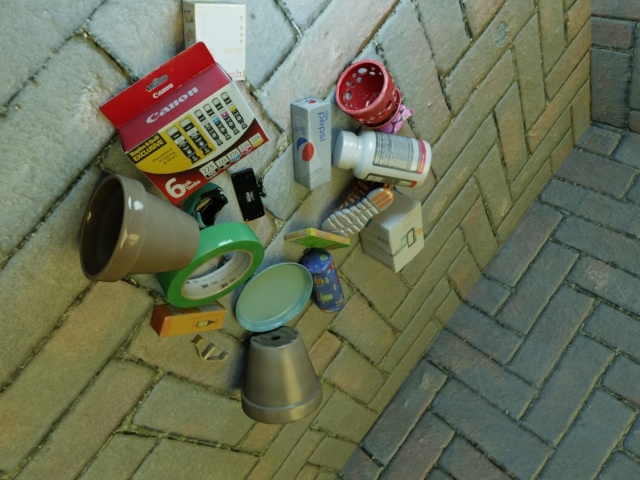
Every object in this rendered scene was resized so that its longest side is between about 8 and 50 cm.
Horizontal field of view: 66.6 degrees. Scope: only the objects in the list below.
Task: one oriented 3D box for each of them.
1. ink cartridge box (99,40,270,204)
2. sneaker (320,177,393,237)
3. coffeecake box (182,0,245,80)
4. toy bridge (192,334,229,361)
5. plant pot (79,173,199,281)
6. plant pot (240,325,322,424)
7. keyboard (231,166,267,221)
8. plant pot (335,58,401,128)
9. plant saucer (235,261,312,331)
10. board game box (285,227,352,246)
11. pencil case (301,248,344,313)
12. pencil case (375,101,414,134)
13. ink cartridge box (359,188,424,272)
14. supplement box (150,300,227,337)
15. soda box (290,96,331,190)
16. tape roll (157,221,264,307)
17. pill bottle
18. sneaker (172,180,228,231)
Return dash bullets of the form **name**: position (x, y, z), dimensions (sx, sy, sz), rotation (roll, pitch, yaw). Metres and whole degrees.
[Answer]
- **ink cartridge box**: position (-0.332, -0.287, 1.217), dimensions (0.309, 0.130, 0.272), rotation (-35, 139, -1)
- **sneaker**: position (0.137, -0.140, 1.886), dimensions (0.321, 0.180, 0.124), rotation (-30, 124, 19)
- **coffeecake box**: position (-0.269, -0.506, 1.244), dimensions (0.142, 0.068, 0.185), rotation (-19, 128, -36)
- **toy bridge**: position (-0.404, 0.401, 1.753), dimensions (0.063, 0.026, 0.188), rotation (-49, 141, -9)
- **plant pot**: position (-0.441, -0.011, 1.225), dimensions (0.229, 0.263, 0.263), rotation (16, 103, -44)
- **plant pot**: position (-0.161, 0.497, 1.887), dimensions (0.323, 0.323, 0.280), rotation (-18, 112, -39)
- **keyboard**: position (-0.223, -0.153, 1.575), dimensions (0.100, 0.038, 0.192), rotation (-17, 132, -9)
- **plant pot**: position (0.173, -0.481, 1.636), dimensions (0.174, 0.191, 0.191), rotation (19, 101, -55)
- **plant saucer**: position (-0.175, 0.204, 1.815), dimensions (0.318, 0.043, 0.317), rotation (-21, 134, -24)
- **board game box**: position (0.000, 0.000, 1.837), dimensions (0.259, 0.124, 0.039), rotation (18, 66, -49)
- **pencil case**: position (0.010, 0.166, 1.957), dimensions (0.133, 0.119, 0.306), rotation (-17, 135, 2)
- **pencil case**: position (0.266, -0.419, 1.850), dimensions (0.095, 0.098, 0.209), rotation (28, 94, -52)
- **ink cartridge box**: position (0.295, -0.046, 2.054), dimensions (0.197, 0.198, 0.270), rotation (-40, 139, -22)
- **supplement box**: position (-0.426, 0.251, 1.589), dimensions (0.233, 0.080, 0.078), rotation (3, 114, -46)
- **soda box**: position (-0.029, -0.318, 1.610), dimensions (0.098, 0.091, 0.286), rotation (-26, 132, -32)
- **tape roll**: position (-0.326, 0.078, 1.479), dimensions (0.321, 0.077, 0.321), rotation (-29, 156, -14)
- **pill bottle**: position (0.214, -0.295, 1.730), dimensions (0.319, 0.176, 0.176), rotation (8, 113, -14)
- **sneaker**: position (-0.386, -0.041, 1.394), dimensions (0.302, 0.121, 0.108), rotation (-53, 141, -6)
